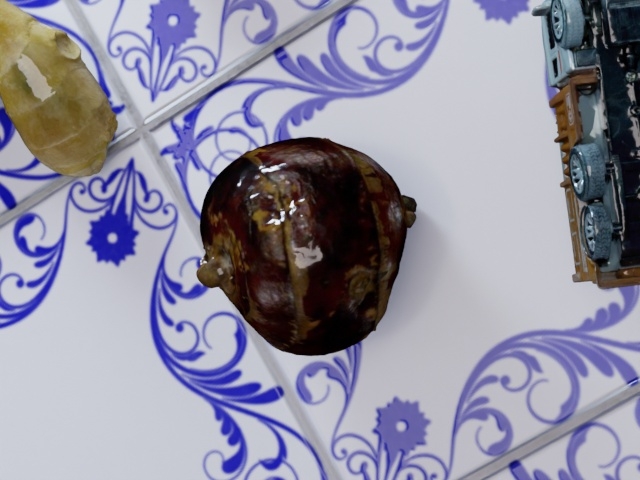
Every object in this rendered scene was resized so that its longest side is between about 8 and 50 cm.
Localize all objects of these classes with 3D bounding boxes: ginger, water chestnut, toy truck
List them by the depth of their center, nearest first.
[{"bbox_3d":[0.291,-0.108,1.740,0.136,0.162,0.305,-7,87,-8],"label":"toy truck"},{"bbox_3d":[0.000,0.000,1.811,0.223,0.238,0.224,20,113,57],"label":"water chestnut"},{"bbox_3d":[-0.406,-0.226,1.952,0.363,0.122,0.348,-3,99,25],"label":"ginger"}]
